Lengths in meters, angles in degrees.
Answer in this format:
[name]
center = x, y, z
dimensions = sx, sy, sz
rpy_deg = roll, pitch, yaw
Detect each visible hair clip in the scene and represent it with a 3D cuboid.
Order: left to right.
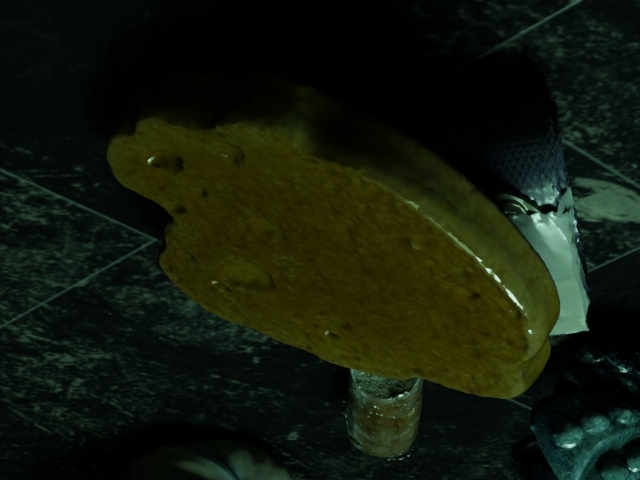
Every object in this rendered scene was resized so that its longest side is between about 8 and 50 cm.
[hair clip]
center = 0.339, 0.171, 1.776
dimensions = 0.310, 0.206, 0.194
rpy_deg = 5, 143, -6

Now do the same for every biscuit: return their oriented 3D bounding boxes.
[biscuit]
center = 0.000, 0.000, 1.442
dimensions = 0.359, 0.074, 0.381
rpy_deg = 45, 154, -25

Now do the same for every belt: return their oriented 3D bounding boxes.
[belt]
center = 0.140, -0.018, 1.489
dimensions = 0.126, 0.139, 0.230
rpy_deg = -8, 144, 8

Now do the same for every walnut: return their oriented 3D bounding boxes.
[walnut]
center = -0.121, 0.332, 1.967
dimensions = 0.248, 0.248, 0.248
rpy_deg = -3, 150, -2

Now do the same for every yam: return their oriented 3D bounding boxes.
[yam]
center = 0.062, 0.154, 1.838
dimensions = 0.079, 0.079, 0.141
rpy_deg = -2, 148, -3
